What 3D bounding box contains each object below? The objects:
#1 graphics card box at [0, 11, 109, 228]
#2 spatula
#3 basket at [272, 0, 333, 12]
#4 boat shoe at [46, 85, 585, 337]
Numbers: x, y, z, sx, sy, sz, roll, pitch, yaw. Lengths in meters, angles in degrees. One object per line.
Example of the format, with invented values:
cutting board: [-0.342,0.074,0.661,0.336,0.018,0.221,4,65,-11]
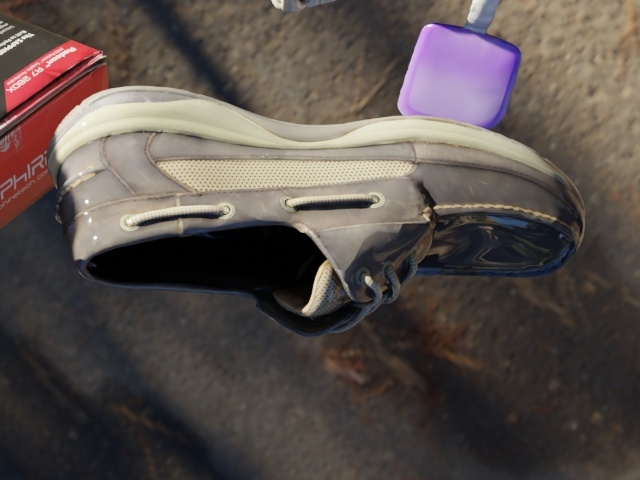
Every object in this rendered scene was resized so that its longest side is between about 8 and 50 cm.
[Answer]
graphics card box: [-0.364,-0.106,1.218,0.370,0.233,0.094,23,136,24]
spatula: [0.122,-0.178,1.220,0.084,0.030,0.296,15,147,1]
basket: [0.033,-0.401,1.272,0.331,0.266,0.328,87,162,-69]
boat shoe: [0.000,0.000,1.085,0.355,0.130,0.132,5,148,-13]
